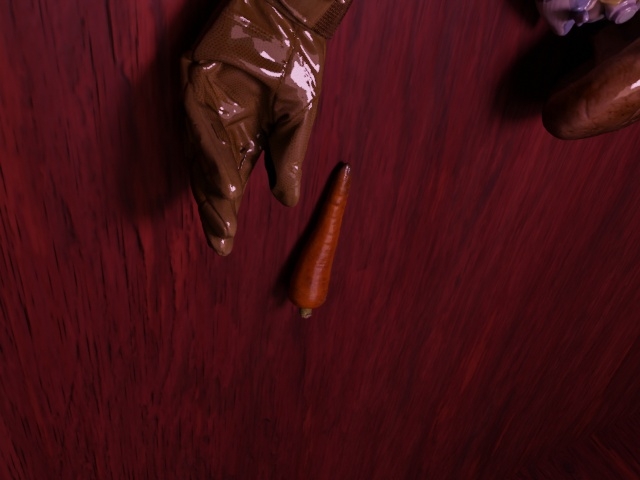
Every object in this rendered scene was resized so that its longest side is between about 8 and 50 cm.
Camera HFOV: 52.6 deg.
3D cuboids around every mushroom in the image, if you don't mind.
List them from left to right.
[{"bbox_3d":[0.434,-0.243,0.904,0.278,0.146,0.278,-35,-175,3],"label":"mushroom"}]

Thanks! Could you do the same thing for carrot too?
[{"bbox_3d":[0.000,0.000,0.952,0.061,0.061,0.257,-3,118,-34],"label":"carrot"}]

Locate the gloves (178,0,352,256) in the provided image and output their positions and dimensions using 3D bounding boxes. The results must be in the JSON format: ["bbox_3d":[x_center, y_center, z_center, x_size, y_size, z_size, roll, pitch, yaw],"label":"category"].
[{"bbox_3d":[-0.075,-0.144,0.688,0.154,0.141,0.331,-13,130,-63],"label":"gloves"}]

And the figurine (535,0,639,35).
[{"bbox_3d":[0.349,-0.341,0.801,0.184,0.128,0.208,-13,153,-30],"label":"figurine"}]
